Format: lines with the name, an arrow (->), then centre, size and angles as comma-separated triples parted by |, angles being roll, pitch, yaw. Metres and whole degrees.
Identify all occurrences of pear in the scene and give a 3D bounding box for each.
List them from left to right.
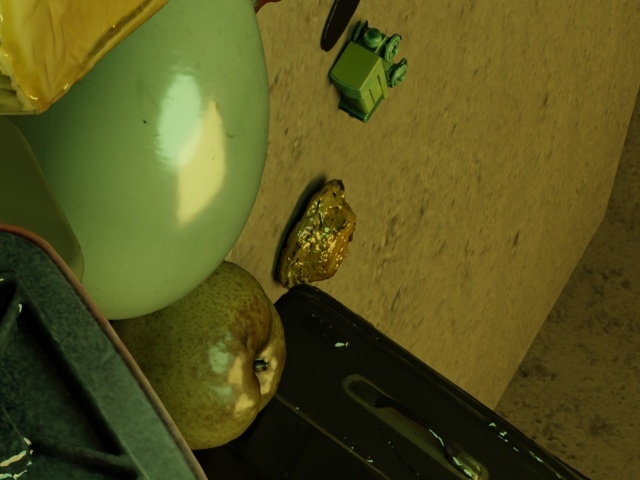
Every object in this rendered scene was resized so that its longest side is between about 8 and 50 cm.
pear -> -0.102, 0.094, 1.622 | 0.167, 0.137, 0.167 | 4, 90, -70

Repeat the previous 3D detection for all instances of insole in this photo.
insole -> 0.043, -0.265, 1.846 | 0.188, 0.004, 0.064 | -63, 165, -13

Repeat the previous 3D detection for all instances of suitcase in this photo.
suitcase -> 0.064, 0.246, 1.852 | 0.194, 0.434, 0.283 | -49, 170, -40

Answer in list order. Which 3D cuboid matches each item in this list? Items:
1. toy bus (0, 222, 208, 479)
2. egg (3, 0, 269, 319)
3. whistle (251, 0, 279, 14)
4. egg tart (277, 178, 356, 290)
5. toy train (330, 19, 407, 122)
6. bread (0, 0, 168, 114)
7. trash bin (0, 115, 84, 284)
toy bus -> -0.264, 0.160, 0.732 | 0.427, 0.203, 0.233 | -19, 152, -33
egg -> -0.122, -0.079, 1.211 | 0.183, 0.183, 0.264 | -25, 128, -68
whistle -> -0.038, -0.243, 1.258 | 0.346, 0.134, 0.142 | 142, -28, -78
egg tart -> 0.000, 0.000, 2.005 | 0.130, 0.052, 0.130 | -57, 165, -25
toy train -> 0.050, -0.169, 1.929 | 0.081, 0.050, 0.122 | -59, 164, -13
bread -> -0.156, -0.182, 1.033 | 0.250, 0.133, 0.179 | -57, 161, -36
trash bin -> -0.228, 0.069, 1.027 | 0.243, 0.121, 0.247 | 53, -52, 56
